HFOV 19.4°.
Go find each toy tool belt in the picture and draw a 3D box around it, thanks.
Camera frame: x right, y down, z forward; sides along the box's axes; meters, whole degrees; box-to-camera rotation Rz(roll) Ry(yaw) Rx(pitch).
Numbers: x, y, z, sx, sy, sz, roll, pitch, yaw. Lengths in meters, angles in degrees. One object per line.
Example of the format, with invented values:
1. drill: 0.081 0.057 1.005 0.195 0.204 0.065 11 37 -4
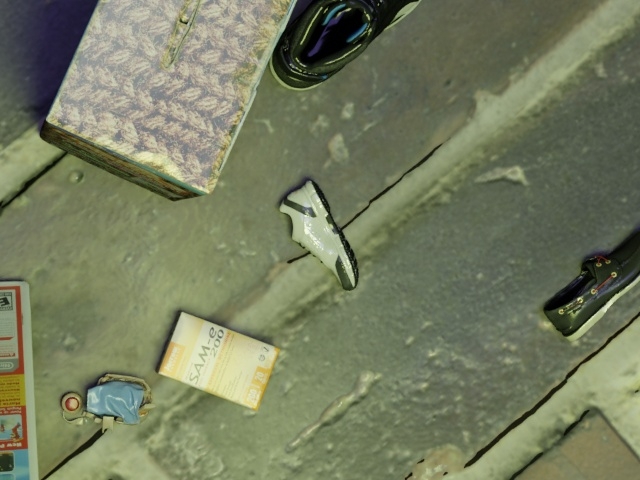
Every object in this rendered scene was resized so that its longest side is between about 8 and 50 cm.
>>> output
1. toy tool belt: -0.192 0.147 1.684 0.083 0.051 0.052 0 90 -9

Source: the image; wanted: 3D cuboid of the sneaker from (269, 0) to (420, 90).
1. sneaker: 0.048 -0.220 1.689 0.079 0.121 0.217 43 84 -8

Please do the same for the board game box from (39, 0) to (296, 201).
1. board game box: -0.126 -0.167 1.574 0.141 0.291 0.232 24 86 -9

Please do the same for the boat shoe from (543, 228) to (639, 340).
1. boat shoe: 0.267 0.035 1.764 0.133 0.049 0.042 -44 105 -2

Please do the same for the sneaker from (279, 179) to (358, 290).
1. sneaker: 0.000 0.000 1.729 0.043 0.040 0.109 -28 91 8

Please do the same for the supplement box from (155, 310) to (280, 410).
1. supplement box: -0.094 0.110 1.709 0.098 0.036 0.062 21 86 -9

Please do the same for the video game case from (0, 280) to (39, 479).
1. video game case: -0.343 0.143 1.572 0.204 0.285 0.025 -2 133 -10
